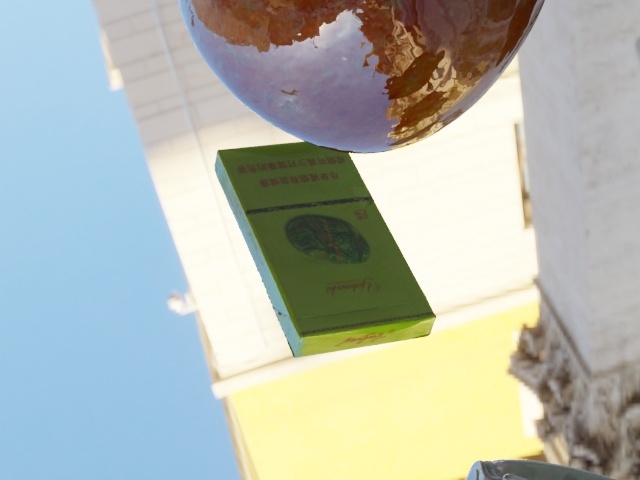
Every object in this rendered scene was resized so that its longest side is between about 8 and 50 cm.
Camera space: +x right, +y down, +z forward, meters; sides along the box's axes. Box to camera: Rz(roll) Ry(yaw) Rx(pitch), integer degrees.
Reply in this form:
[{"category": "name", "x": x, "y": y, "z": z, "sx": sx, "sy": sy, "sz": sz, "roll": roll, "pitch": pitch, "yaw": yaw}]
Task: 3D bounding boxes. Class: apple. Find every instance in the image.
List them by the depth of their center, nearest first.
[{"category": "apple", "x": 0.032, "y": -0.185, "z": 0.883, "sx": 0.253, "sy": 0.253, "sz": 0.253, "roll": -7, "pitch": -135, "yaw": 7}]

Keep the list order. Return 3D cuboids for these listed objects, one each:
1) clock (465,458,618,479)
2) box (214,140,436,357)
[{"category": "clock", "x": 0.284, "y": 0.334, "z": 1.589, "sx": 0.265, "sy": 0.324, "sz": 0.109, "roll": 12, "pitch": -109, "yaw": 19}, {"category": "box", "x": 0.000, "y": 0.000, "z": 1.800, "sx": 0.187, "sy": 0.047, "sz": 0.335, "roll": -7, "pitch": -132, "yaw": -23}]
